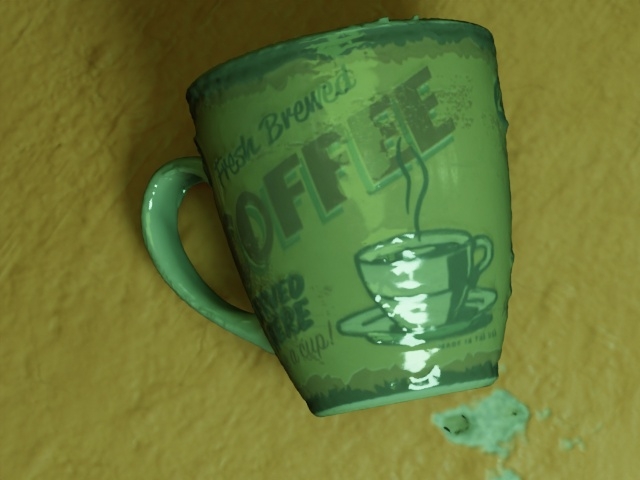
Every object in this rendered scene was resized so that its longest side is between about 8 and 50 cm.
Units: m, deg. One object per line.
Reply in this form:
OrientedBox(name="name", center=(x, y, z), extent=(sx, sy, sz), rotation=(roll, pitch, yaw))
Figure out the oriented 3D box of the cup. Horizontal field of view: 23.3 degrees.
OrientedBox(name="cup", center=(0.000, 0.000, 1.135), extent=(0.301, 0.227, 0.257), rotation=(-13, 81, 29))
